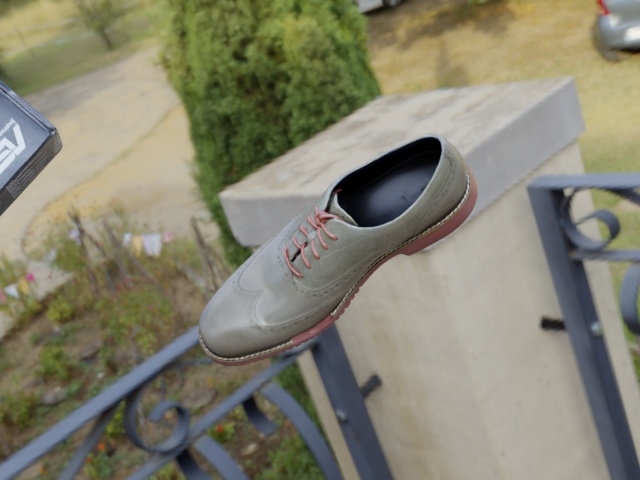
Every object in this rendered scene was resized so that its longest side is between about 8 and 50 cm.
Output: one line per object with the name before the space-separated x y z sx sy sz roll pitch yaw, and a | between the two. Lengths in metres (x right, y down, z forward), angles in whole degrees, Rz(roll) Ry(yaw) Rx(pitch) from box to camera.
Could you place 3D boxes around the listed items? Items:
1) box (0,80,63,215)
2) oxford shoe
box | -0.507 -0.058 0.981 0.395 0.318 0.097 -50 4 -12
oxford shoe | 0.000 0.000 1.045 0.348 0.130 0.123 -38 63 2
